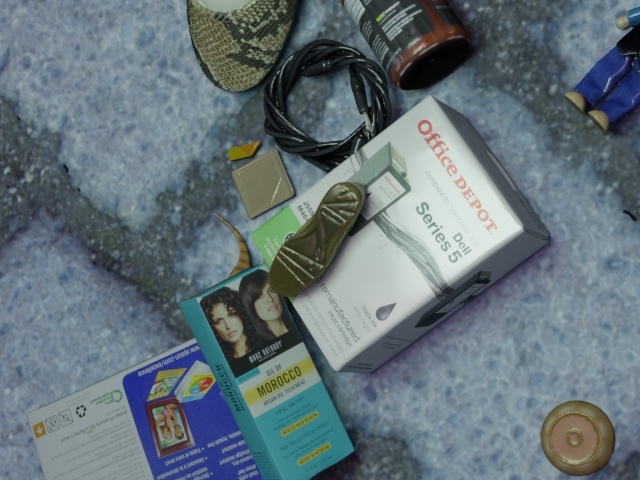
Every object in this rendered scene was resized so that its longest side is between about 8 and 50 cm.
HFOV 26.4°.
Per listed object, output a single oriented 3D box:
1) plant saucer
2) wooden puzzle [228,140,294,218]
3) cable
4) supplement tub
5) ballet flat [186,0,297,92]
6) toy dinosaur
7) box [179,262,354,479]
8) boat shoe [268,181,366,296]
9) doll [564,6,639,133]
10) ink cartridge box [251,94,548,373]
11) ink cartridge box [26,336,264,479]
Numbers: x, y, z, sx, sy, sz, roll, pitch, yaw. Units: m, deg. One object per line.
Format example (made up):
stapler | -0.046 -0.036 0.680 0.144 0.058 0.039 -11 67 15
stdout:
plant saucer | 0.283 0.218 1.509 0.083 0.015 0.083 -3 82 23
wooden puzzle | -0.071 -0.071 1.698 0.079 0.014 0.116 -22 75 24
cable | 0.001 -0.168 1.642 0.184 0.047 0.150 35 113 33
supplement tub | 0.086 -0.281 1.606 0.106 0.106 0.198 -35 71 16
ballet flat | -0.084 -0.429 1.656 0.164 0.182 0.482 17 91 23
toy dinosaur | -0.092 0.055 1.655 0.064 0.112 0.211 -37 27 37
box | -0.061 0.157 1.573 0.060 0.100 0.244 -18 98 63
boat shoe | -0.001 -0.002 1.522 0.056 0.048 0.153 36 106 12
doll | 0.365 -0.203 1.509 0.189 0.046 0.129 -47 59 5
ink cartridge box | 0.090 -0.004 1.564 0.273 0.115 0.198 -38 70 15
ink cartridge box | -0.189 0.301 1.675 0.304 0.072 0.307 -24 76 17
